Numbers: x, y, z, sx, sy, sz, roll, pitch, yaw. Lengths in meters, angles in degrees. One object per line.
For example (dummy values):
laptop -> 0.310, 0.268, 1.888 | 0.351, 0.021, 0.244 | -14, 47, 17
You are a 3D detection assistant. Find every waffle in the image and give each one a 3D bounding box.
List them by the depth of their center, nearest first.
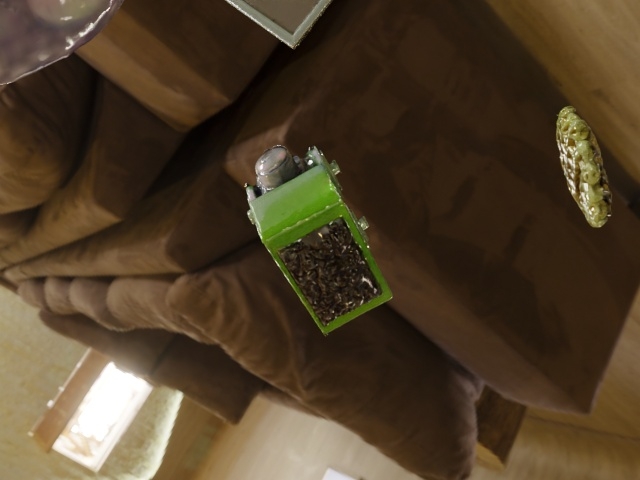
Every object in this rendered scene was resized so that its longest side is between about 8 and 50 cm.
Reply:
waffle -> 0.452, -0.128, 1.159 | 0.208, 0.054, 0.214 | -64, -44, -73

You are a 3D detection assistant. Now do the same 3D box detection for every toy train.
toy train -> 0.000, 0.000, 1.110 | 0.307, 0.173, 0.249 | 60, -178, -38

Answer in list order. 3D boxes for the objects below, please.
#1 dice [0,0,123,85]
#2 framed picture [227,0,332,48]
dice -> -0.315, -0.294, 0.507 | 0.270, 0.271, 0.270 | 51, 159, 21
framed picture -> -0.015, -0.420, 0.947 | 0.217, 0.274, 0.017 | 45, -172, 31
